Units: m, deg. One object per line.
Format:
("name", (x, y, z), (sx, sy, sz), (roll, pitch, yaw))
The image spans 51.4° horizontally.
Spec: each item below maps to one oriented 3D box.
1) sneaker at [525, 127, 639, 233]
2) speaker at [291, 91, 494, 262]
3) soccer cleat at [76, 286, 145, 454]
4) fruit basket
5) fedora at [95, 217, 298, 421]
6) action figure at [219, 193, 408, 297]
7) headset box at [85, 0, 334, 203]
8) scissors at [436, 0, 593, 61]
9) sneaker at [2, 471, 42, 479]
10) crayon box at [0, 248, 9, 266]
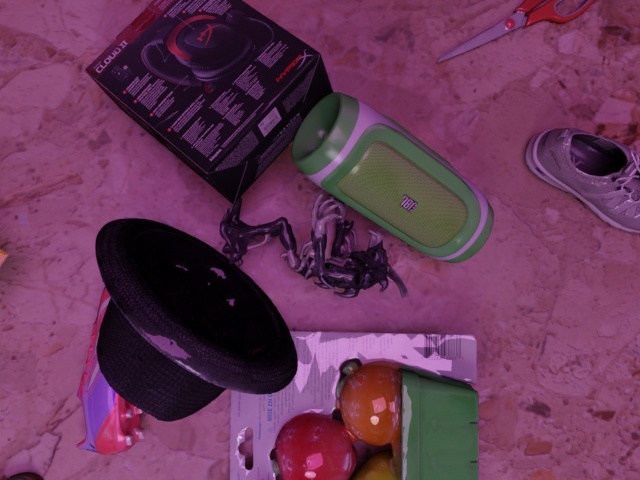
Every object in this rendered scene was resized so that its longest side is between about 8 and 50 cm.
("sneaker", (0.457, -0.088, 1.015), (0.281, 0.115, 0.105), (22, 84, -4))
("speaker", (0.107, -0.080, 0.930), (0.296, 0.131, 0.131), (31, 83, -27))
("soccer cleat", (-0.305, 0.177, 0.944), (0.095, 0.083, 0.248), (-5, 85, 9))
("fruit basket", (0.047, 0.294, 0.951), (0.352, 0.165, 0.327), (-1, 85, 10))
("fedora", (-0.185, 0.116, 0.851), (0.334, 0.334, 0.152), (39, 100, -1))
("action figure", (0.000, 0.000, 0.946), (0.275, 0.164, 0.141), (14, 92, 2))
("headset box", (-0.163, -0.229, 0.933), (0.293, 0.110, 0.218), (39, 82, 22))
("scissors", (0.325, -0.349, 1.070), (0.297, 0.021, 0.109), (-43, 92, -9))
("sneaker", (-0.477, 0.390, 0.903), (0.192, 0.086, 0.064), (-28, 89, -7))
("crayon box", (-0.612, 0.017, 0.921), (0.322, 0.083, 0.203), (33, 83, -2))
